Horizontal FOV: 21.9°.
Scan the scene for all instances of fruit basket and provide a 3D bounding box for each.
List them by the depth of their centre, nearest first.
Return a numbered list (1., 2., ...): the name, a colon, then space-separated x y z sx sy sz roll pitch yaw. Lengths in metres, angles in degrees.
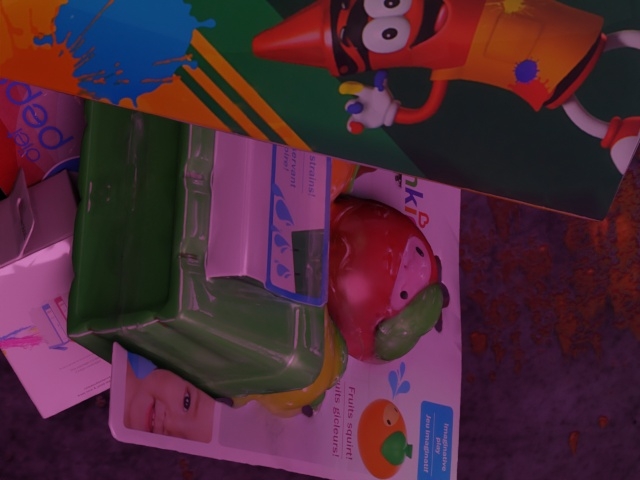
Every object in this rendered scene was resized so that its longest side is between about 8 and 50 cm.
1. fruit basket: 0.000 0.000 1.143 0.353 0.165 0.327 17 69 -40

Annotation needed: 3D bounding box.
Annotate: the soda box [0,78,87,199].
1. soda box: -0.199 -0.082 1.173 0.092 0.083 0.263 -30 123 1

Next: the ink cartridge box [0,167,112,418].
1. ink cartridge box: -0.187 0.029 1.136 0.090 0.092 0.143 -26 122 -2

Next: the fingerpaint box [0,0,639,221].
1. fingerpaint box: -0.055 -0.208 0.940 0.371 0.445 0.163 12 112 -25
